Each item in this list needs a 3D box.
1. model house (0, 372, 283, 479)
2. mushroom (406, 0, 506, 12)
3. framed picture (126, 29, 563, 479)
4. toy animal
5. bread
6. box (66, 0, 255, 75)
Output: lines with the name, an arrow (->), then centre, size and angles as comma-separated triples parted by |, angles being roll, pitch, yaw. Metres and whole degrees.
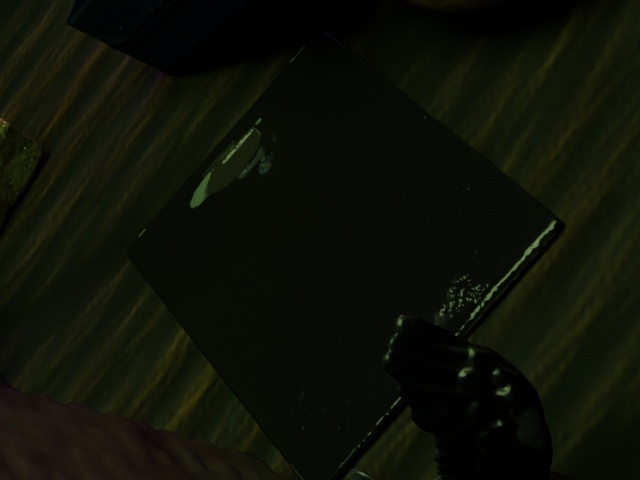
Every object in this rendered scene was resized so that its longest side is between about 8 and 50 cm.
model house -> -0.187, 0.320, 0.741 | 0.395, 0.400, 0.445 | -50, 43, 11
mushroom -> 0.127, -0.292, 1.080 | 0.278, 0.146, 0.278 | -23, 50, 30
framed picture -> 0.000, 0.000, 1.097 | 0.244, 0.013, 0.324 | -48, 43, 4
toy animal -> 0.113, 0.137, 0.835 | 0.197, 0.272, 0.160 | -19, 21, -17
bread -> -0.351, -0.062, 1.394 | 0.188, 0.068, 0.125 | 19, 77, 46
box -> -0.077, -0.302, 1.208 | 0.279, 0.116, 0.261 | -23, 43, 62
